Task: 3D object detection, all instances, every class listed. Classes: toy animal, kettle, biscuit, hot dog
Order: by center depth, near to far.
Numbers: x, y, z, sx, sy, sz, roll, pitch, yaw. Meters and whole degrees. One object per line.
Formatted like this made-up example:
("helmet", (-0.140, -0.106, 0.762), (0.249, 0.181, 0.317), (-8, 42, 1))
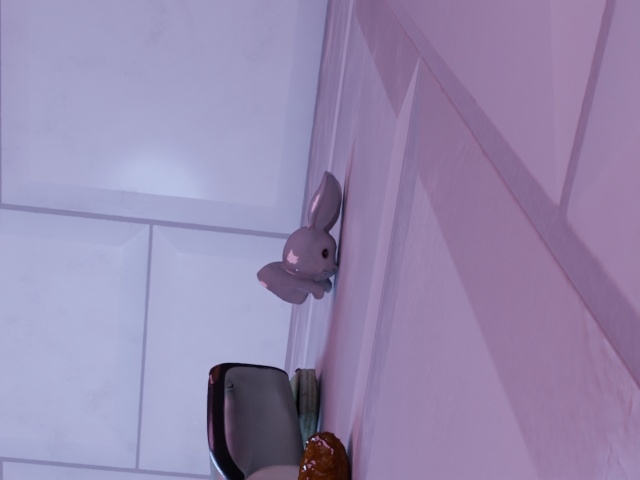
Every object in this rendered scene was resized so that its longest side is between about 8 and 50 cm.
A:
("hot dog", (0.000, 0.303, 1.110), (0.099, 0.065, 0.147), (101, -175, -53))
("kettle", (-0.118, 0.336, 1.541), (0.240, 0.165, 0.255), (43, -146, -56))
("toy animal", (0.000, 0.002, 1.567), (0.221, 0.131, 0.103), (-58, -25, 12))
("biscuit", (-0.040, 0.331, 1.733), (0.252, 0.052, 0.150), (115, 157, -68))

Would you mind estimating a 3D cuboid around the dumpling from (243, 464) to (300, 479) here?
("dumpling", (-0.057, 0.409, 1.329), (0.126, 0.215, 0.166), (21, -116, -63))
